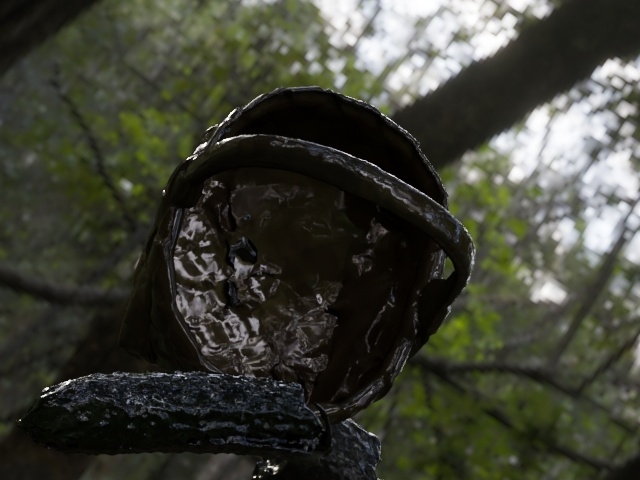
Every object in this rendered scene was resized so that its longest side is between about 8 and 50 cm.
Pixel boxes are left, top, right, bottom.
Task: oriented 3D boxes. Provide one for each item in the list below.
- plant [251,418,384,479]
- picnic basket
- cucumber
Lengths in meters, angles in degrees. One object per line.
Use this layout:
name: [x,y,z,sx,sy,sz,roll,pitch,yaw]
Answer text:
plant: [0.047,0.331,2.118,0.146,0.149,0.274,-23,-65,45]
picnic basket: [0.000,0.000,1.582,0.293,0.337,0.337,27,-16,-14]
cucumber: [-0.102,0.125,1.245,0.245,0.067,0.067,8,1,-36]
